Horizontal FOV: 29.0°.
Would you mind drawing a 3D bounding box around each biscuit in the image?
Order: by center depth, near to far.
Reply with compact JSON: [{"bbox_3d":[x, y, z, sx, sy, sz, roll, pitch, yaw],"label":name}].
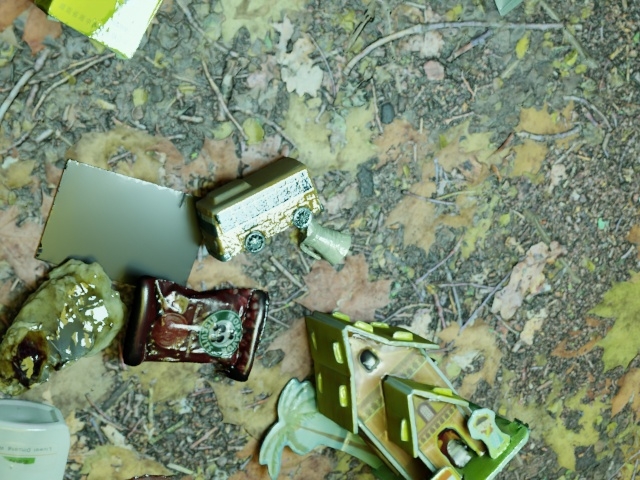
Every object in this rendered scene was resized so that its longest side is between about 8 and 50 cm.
[{"bbox_3d":[-0.196,0.137,1.928,0.235,0.063,0.151,10,104,-28],"label":"biscuit"}]

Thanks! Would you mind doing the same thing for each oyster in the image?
[{"bbox_3d":[-0.395,0.143,1.828,0.232,0.107,0.162,-34,111,-11],"label":"oyster"}]

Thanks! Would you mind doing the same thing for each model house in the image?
[{"bbox_3d":[0.074,0.286,1.974,0.340,0.300,0.324,-43,108,-11],"label":"model house"}]

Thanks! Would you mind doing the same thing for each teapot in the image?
[{"bbox_3d":[0.000,0.000,1.976,0.083,0.057,0.067,32,122,-23],"label":"teapot"}]

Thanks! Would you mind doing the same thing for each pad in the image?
[{"bbox_3d":[-0.293,-0.016,1.869,0.243,0.004,0.164,17,100,-27],"label":"pad"}]

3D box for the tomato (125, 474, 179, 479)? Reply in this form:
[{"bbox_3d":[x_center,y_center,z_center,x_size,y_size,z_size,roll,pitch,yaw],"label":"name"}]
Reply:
[{"bbox_3d":[-0.278,0.500,1.998,0.227,0.101,0.228,-6,108,-18],"label":"tomato"}]

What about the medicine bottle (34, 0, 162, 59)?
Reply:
[{"bbox_3d":[-0.267,-0.387,1.682,0.137,0.141,0.250,28,95,-25],"label":"medicine bottle"}]

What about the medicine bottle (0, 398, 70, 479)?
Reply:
[{"bbox_3d":[-0.482,0.394,1.868,0.161,0.111,0.296,10,104,-26],"label":"medicine bottle"}]

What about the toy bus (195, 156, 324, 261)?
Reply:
[{"bbox_3d":[-0.098,-0.050,1.889,0.182,0.091,0.103,-28,114,-16],"label":"toy bus"}]

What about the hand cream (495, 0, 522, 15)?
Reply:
[{"bbox_3d":[0.256,-0.513,1.912,0.124,0.078,0.341,-41,126,-6],"label":"hand cream"}]
